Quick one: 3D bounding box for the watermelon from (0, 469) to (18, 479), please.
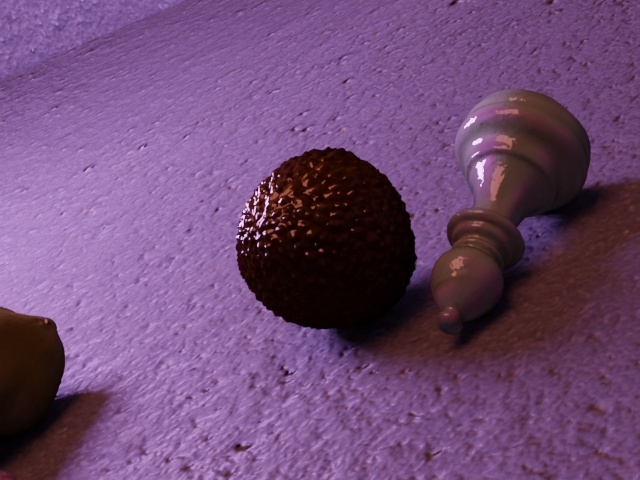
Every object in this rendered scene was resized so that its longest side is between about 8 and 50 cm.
[{"bbox_3d":[-0.356,0.259,1.620,0.257,0.193,0.139,25,87,58],"label":"watermelon"}]

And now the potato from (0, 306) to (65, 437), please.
[{"bbox_3d":[-0.444,0.170,1.849,0.351,0.202,0.218,-24,20,-23],"label":"potato"}]

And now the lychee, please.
[{"bbox_3d":[0.004,0.003,1.707,0.194,0.194,0.194,-23,23,10],"label":"lychee"}]

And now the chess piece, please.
[{"bbox_3d":[0.165,-0.013,1.665,0.139,0.139,0.271,-9,40,39],"label":"chess piece"}]
